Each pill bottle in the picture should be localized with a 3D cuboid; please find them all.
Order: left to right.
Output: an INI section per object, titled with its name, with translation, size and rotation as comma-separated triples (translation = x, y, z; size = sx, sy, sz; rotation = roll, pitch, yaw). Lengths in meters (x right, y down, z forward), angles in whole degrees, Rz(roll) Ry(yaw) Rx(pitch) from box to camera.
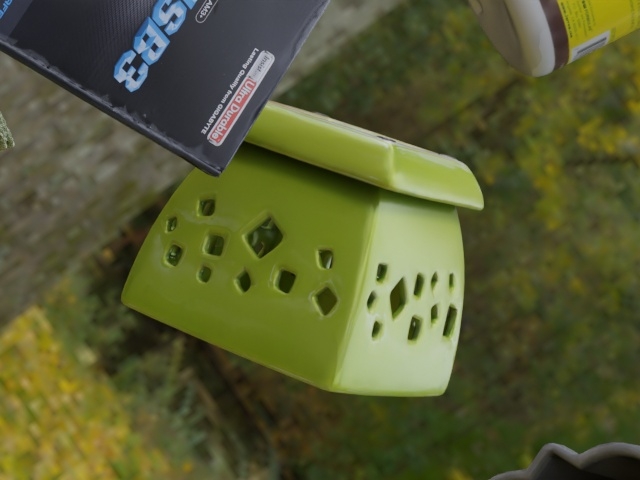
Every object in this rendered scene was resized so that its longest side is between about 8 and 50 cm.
[pill bottle]
translation = 0.198, -0.198, 1.237
size = 0.117, 0.215, 0.117
rotation = 61, -7, 12

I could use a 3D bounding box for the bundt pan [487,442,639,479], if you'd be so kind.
[bundt pan]
translation = 0.188, 0.281, 1.107
size = 0.124, 0.331, 0.331
rotation = 10, 34, -38

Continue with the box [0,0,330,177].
[box]
translation = -0.114, -0.238, 1.470
size = 0.293, 0.295, 0.073
rotation = 32, 2, -37

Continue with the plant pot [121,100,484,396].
[plant pot]
translation = 0.000, 0.000, 1.685
size = 0.228, 0.207, 0.227
rotation = 20, 5, 28

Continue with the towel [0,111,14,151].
[towel]
translation = -0.346, -0.124, 1.732
size = 0.027, 0.110, 0.148
rotation = -102, 170, -62
